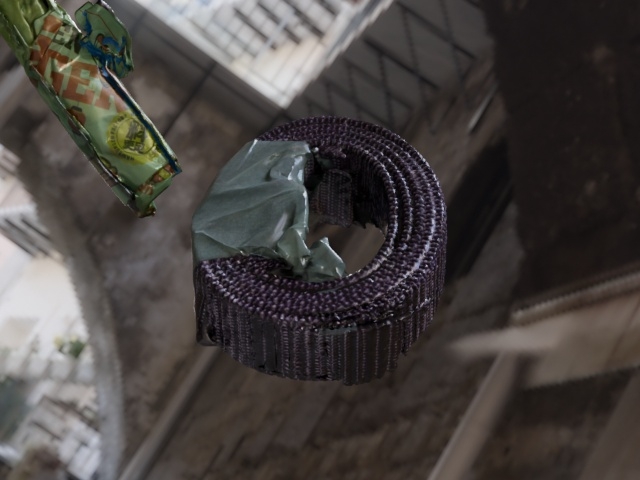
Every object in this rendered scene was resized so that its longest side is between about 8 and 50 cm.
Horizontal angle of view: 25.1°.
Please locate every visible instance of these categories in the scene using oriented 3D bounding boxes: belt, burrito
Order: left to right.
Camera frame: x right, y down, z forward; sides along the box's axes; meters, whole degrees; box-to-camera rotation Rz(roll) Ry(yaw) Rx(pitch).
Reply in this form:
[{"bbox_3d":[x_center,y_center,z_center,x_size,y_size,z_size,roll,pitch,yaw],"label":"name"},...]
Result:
[{"bbox_3d":[-0.218,-0.159,1.371,0.288,0.104,0.054,54,-4,-3],"label":"burrito"},{"bbox_3d":[0.000,0.000,1.483,0.260,0.325,0.122,0,-45,5],"label":"belt"}]
